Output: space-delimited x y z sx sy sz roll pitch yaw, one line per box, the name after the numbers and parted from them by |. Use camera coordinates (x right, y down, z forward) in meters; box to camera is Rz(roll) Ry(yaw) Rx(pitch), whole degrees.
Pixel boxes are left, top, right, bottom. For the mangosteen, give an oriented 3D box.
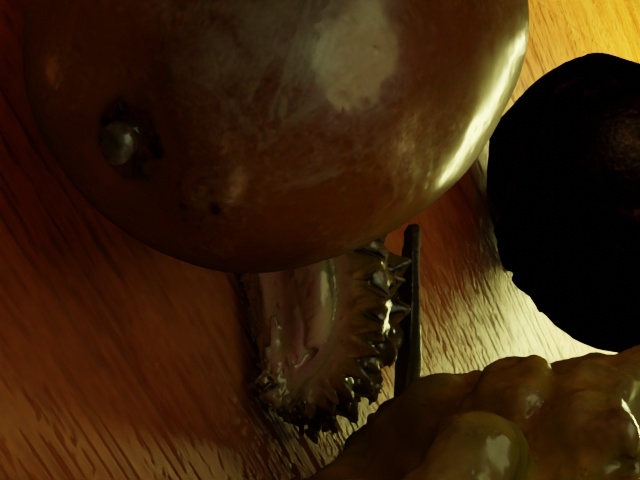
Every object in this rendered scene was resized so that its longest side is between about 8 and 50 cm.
0.279 -0.035 1.008 0.287 0.287 0.233 47 46 -42 | mangosteen

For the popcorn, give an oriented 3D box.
0.101 0.175 0.621 0.293 0.237 0.293 -31 134 -38 | popcorn

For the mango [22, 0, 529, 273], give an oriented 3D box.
-0.002 -0.120 0.624 0.384 0.221 0.199 -49 155 -58 | mango

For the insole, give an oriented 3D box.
0.053 0.085 0.771 0.063 0.010 0.192 174 -81 -85 | insole

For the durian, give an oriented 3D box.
0.007 -0.001 0.723 0.140 0.078 0.224 -11 90 -62 | durian
